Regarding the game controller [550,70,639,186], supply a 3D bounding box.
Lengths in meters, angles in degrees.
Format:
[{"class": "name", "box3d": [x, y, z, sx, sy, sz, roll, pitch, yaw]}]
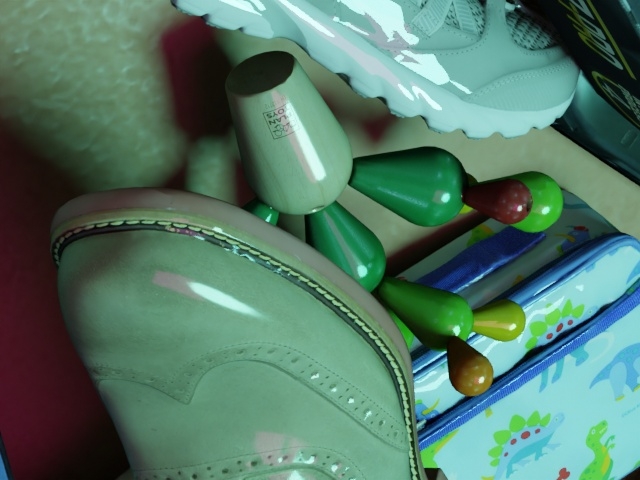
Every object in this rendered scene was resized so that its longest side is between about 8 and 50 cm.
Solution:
[{"class": "game controller", "box3d": [0.240, -0.087, 1.019, 0.319, 0.067, 0.166, 28, 88, -43]}]

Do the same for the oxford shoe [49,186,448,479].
[{"class": "oxford shoe", "box3d": [-0.017, 0.114, 0.805, 0.123, 0.130, 0.348, -9, 138, 24]}]

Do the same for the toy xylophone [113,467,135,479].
[{"class": "toy xylophone", "box3d": [-0.085, 0.249, 1.001, 0.236, 0.081, 0.322, -44, 133, 0]}]

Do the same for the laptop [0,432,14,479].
[{"class": "laptop", "box3d": [-0.267, 0.133, 0.685, 0.382, 0.236, 0.408, -16, 142, -26]}]

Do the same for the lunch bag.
[{"class": "lunch bag", "box3d": [0.086, 0.085, 1.003, 0.219, 0.090, 0.176, -31, 129, -14]}]

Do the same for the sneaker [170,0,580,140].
[{"class": "sneaker", "box3d": [0.024, -0.128, 0.804, 0.281, 0.105, 0.115, 19, 108, -40]}]

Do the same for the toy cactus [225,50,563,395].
[{"class": "toy cactus", "box3d": [0.000, 0.000, 0.860, 0.219, 0.112, 0.180, -16, 128, 11]}]

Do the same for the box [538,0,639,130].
[{"class": "box", "box3d": [0.226, -0.241, 0.732, 0.395, 0.097, 0.318, -49, 150, 0]}]
